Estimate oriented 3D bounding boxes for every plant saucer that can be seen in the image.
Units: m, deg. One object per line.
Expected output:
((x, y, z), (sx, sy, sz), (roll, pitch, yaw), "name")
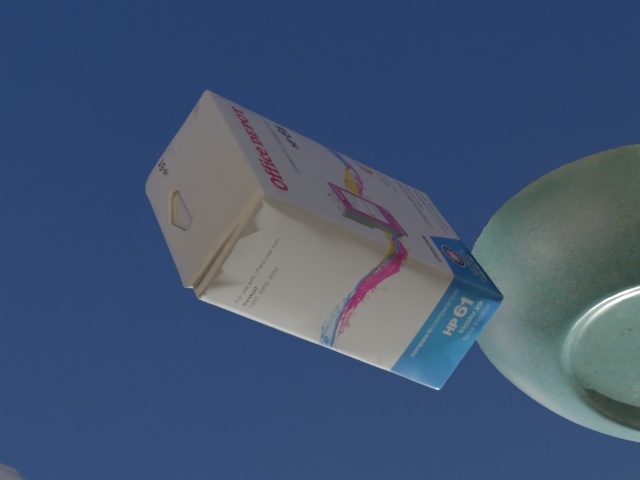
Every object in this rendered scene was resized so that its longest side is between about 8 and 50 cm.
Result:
((0.158, 0.040, 0.629), (0.195, 0.037, 0.195), (5, -44, 5), "plant saucer")

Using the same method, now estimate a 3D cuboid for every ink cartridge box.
((0.000, 0.000, 0.576), (0.052, 0.122, 0.088), (-57, -147, 18), "ink cartridge box")

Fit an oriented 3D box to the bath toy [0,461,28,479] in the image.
((-0.268, 0.243, 0.770), (0.348, 0.151, 0.129), (-51, -147, 10), "bath toy")
